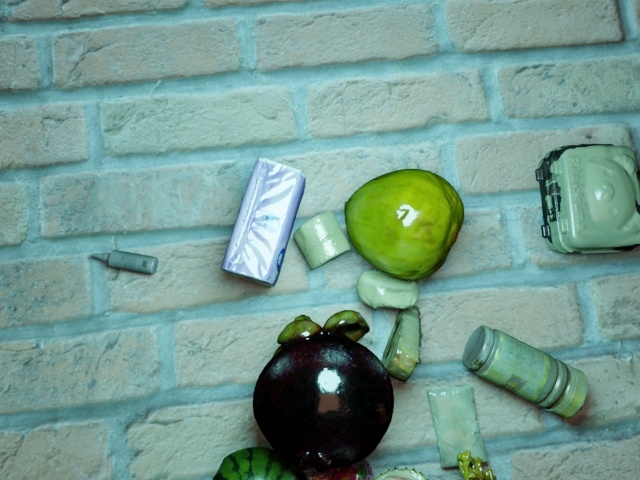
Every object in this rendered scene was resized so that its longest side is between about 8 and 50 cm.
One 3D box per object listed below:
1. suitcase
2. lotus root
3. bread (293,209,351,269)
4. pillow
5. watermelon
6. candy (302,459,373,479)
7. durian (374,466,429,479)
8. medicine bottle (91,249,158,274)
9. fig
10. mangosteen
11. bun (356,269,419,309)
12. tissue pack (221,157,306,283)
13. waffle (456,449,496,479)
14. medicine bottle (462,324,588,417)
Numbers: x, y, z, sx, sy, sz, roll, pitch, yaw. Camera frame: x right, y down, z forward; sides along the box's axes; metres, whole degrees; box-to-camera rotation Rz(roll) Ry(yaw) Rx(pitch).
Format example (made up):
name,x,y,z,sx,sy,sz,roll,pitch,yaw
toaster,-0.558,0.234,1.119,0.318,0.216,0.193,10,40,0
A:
name,x,y,z,sx,sy,sz,roll,pitch,yaw
suitcase,0.881,-0.134,1.449,0.338,0.194,0.352,0,81,-5
lotus root,0.238,0.313,1.362,0.074,0.261,0.170,23,113,1
bread,0.000,0.000,1.409,0.133,0.148,0.141,-21,81,-44
pillow,0.414,0.559,1.393,0.148,0.050,0.230,-8,79,-8
watermelon,-0.161,0.714,1.170,0.330,0.189,0.331,2,74,-6
candy,-0.029,0.694,1.331,0.364,0.124,0.124,-5,81,4
durian,0.223,0.773,1.314,0.249,0.183,0.138,-38,121,-11
medicine bottle,-0.606,0.062,1.419,0.198,0.058,0.058,9,81,-1
fig,0.234,-0.054,1.355,0.342,0.343,0.344,0,81,-3
mangosteen,0.012,0.393,1.267,0.381,0.382,0.436,11,48,-1
bun,0.202,0.157,1.398,0.188,0.164,0.111,2,108,-18
tissue pack,-0.159,-0.045,1.363,0.160,0.242,0.339,17,82,-2
waffle,0.414,0.766,1.267,0.292,0.069,0.260,-37,90,-37
medicine bottle,0.602,0.386,1.376,0.322,0.151,0.151,27,81,2
